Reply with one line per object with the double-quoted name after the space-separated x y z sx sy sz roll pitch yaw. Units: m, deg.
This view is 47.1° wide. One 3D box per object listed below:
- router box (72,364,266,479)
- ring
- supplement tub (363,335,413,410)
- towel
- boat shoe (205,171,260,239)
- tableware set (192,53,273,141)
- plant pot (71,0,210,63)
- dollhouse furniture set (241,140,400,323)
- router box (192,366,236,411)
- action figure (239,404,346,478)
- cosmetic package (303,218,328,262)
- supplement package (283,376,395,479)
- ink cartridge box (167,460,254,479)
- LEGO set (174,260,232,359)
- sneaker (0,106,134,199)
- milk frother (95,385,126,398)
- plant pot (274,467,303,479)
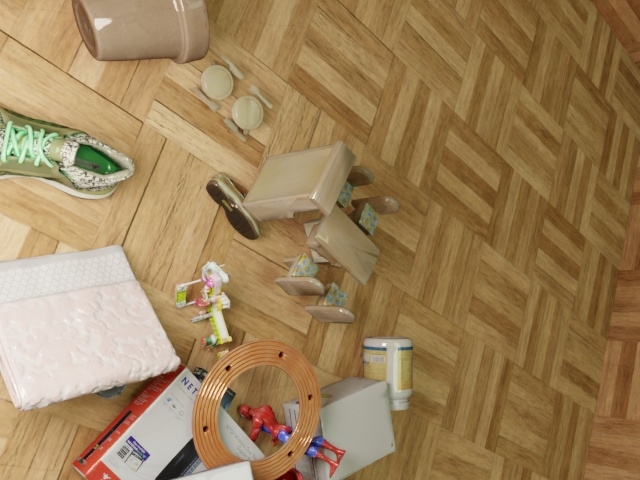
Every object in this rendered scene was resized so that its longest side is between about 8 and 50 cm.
-0.323 0.492 1.634 0.301 0.082 0.335 -48 119 -24 "router box"
-0.144 0.393 1.685 0.336 0.032 0.337 -2 94 -36 "ring"
0.194 0.379 2.113 0.144 0.144 0.200 5 85 -43 "supplement tub"
-0.478 0.156 1.443 0.332 0.053 0.317 -9 58 -43 "towel"
-0.202 -0.089 1.825 0.190 0.068 0.072 57 42 -25 "boat shoe"
-0.224 -0.356 1.837 0.194 0.039 0.128 44 71 -26 "tableware set"
-0.392 -0.484 1.564 0.229 0.263 0.263 -24 105 -24 "plant pot"
0.043 -0.043 1.833 0.394 0.256 0.362 44 58 -34 "dollhouse furniture set"
-0.271 0.373 1.748 0.122 0.038 0.092 46 59 -32 "router box"
-0.093 0.511 1.821 0.139 0.280 0.091 -63 171 23 "action figure"
0.000 0.000 2.011 0.041 0.060 0.115 -26 104 -43 "cosmetic package"
0.055 0.503 1.975 0.262 0.145 0.204 -12 96 -43 "supplement package"
-0.272 0.655 1.514 0.330 0.071 0.324 -8 78 -22 "ink cartridge box"
-0.272 0.178 1.718 0.107 0.132 0.287 -16 123 -26 "LEGO set"
-0.543 -0.183 1.426 0.410 0.182 0.158 9 82 -42 "sneaker"
-0.489 0.283 1.482 0.129 0.134 0.143 48 57 -29 "milk frother"
-0.121 0.663 1.775 0.191 0.191 0.174 -24 111 -41 "plant pot"
